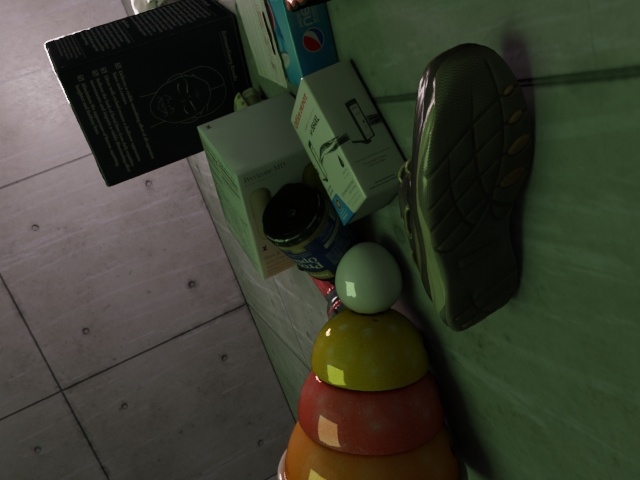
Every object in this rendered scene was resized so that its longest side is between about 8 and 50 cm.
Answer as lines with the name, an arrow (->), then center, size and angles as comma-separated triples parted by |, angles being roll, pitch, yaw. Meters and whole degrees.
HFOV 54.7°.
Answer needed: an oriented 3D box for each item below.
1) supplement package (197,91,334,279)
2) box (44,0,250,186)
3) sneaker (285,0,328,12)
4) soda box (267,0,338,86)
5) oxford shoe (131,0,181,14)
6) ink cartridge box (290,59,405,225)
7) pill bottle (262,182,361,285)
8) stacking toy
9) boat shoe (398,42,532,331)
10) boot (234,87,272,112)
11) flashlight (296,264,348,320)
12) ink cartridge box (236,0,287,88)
supplement package -> -0.088, -0.108, 1.213 | 0.198, 0.199, 0.263 | 50, 158, 43
box -> -0.382, -0.357, 1.449 | 0.212, 0.395, 0.294 | 51, 158, 46
sneaker -> 0.008, -0.352, 0.683 | 0.314, 0.115, 0.136 | 20, 132, 69
soda box -> -0.034, -0.341, 0.928 | 0.071, 0.067, 0.210 | 42, 152, 56
oxford shoe -> -0.421, -0.588, 1.686 | 0.130, 0.169, 0.450 | 98, 150, -60
ink cartridge box -> 0.039, -0.145, 0.945 | 0.203, 0.085, 0.148 | 62, 165, 9
pill bottle -> 0.000, 0.000, 1.126 | 0.219, 0.123, 0.123 | 44, -174, -47
stacking toy -> 0.090, 0.240, 1.097 | 0.350, 0.350, 0.480 | -147, 52, -63
boat shoe -> 0.136, -0.049, 0.683 | 0.130, 0.132, 0.356 | 49, 157, 45
boot -> -0.133, -0.274, 1.344 | 0.213, 0.077, 0.165 | 120, 138, -54
flashlight -> 0.013, 0.091, 1.377 | 0.304, 0.103, 0.103 | 54, 135, 40
ink cartridge box -> -0.087, -0.366, 1.064 | 0.224, 0.056, 0.181 | -135, 26, -63
